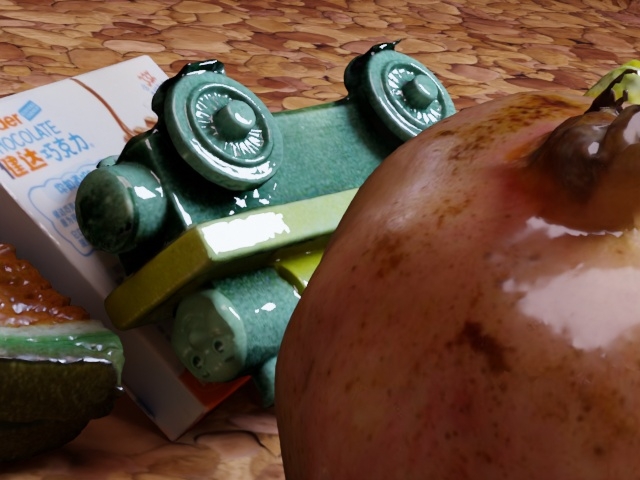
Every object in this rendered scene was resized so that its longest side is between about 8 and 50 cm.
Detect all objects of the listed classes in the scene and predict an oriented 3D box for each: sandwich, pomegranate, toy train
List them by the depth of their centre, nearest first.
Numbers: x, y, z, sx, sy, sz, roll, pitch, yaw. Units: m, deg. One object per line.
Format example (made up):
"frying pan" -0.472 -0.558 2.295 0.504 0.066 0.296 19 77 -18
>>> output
"pomegranate" 0.131 0.063 0.717 0.338 0.338 0.338 8 20 -3
"sandwich" -0.226 0.053 0.863 0.184 0.109 0.160 9 41 -29
"toy train" 0.000 0.000 0.971 0.369 0.150 0.237 -15 74 -48

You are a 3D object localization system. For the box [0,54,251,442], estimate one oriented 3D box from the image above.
"box" -0.118 -0.010 1.034 0.265 0.048 0.273 48 29 6

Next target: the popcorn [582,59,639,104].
"popcorn" 0.303 -0.016 1.108 0.282 0.282 0.247 26 14 39
